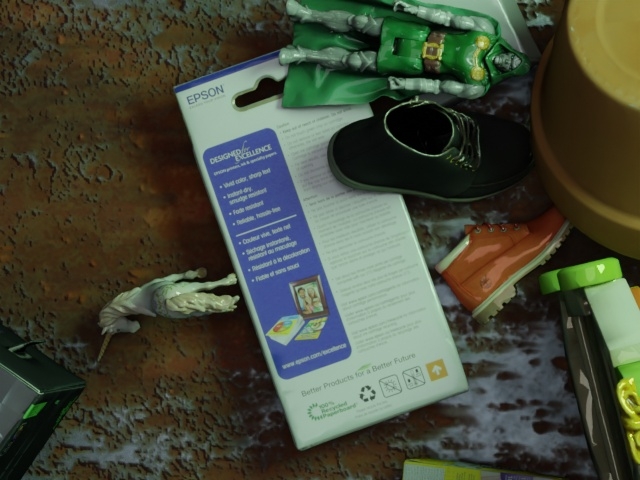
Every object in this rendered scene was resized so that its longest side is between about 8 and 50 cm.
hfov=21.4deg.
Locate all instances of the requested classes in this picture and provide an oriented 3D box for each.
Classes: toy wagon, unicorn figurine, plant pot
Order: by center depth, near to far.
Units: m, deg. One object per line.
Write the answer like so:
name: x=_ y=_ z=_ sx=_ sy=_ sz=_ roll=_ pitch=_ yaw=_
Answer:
toy wagon: x=0.267 y=0.148 z=1.478 sx=0.068 sy=0.344 sz=0.267 roll=-14 pitch=87 yaw=-1
plant pot: x=0.325 y=-0.151 z=1.514 sx=0.291 sy=0.203 sz=0.291 roll=-5 pitch=63 yaw=10
unicorn figurine: x=-0.148 y=0.059 z=1.618 sx=0.111 sy=0.162 sz=0.060 roll=-13 pitch=81 yaw=-27

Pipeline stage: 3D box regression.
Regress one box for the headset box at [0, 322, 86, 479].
headset box: x=-0.350 y=0.197 z=1.540 sx=0.131 sy=0.246 sz=0.283 roll=34 pitch=87 yaw=3

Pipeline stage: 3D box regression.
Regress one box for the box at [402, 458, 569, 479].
box: x=0.165 y=0.267 z=1.601 sx=0.179 sy=0.043 sz=0.105 roll=5 pitch=87 yaw=22

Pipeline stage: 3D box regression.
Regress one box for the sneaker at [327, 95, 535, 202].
sneaker: x=0.129 y=-0.085 z=1.574 sx=0.222 sy=0.118 sz=0.083 roll=-4 pitch=81 yaw=-27

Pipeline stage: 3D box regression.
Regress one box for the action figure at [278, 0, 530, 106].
action figure: x=0.080 y=-0.178 z=1.563 sx=0.232 sy=0.063 sz=0.137 roll=8 pitch=97 yaw=14

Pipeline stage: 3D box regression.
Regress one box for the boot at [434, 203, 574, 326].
boot: x=0.184 y=-0.001 z=1.633 sx=0.158 sy=0.059 sz=0.084 roll=-44 pitch=82 yaw=0

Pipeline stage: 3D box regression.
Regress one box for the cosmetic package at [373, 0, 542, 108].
cosmetic package: x=0.108 y=-0.249 z=1.617 sx=0.117 sy=0.085 sz=0.231 roll=-27 pitch=86 yaw=19

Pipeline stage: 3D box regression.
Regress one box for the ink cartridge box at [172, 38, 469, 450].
ink cartridge box: x=0.000 y=0.000 z=1.631 sx=0.176 sy=0.069 sz=0.371 roll=-19 pitch=89 yaw=0
